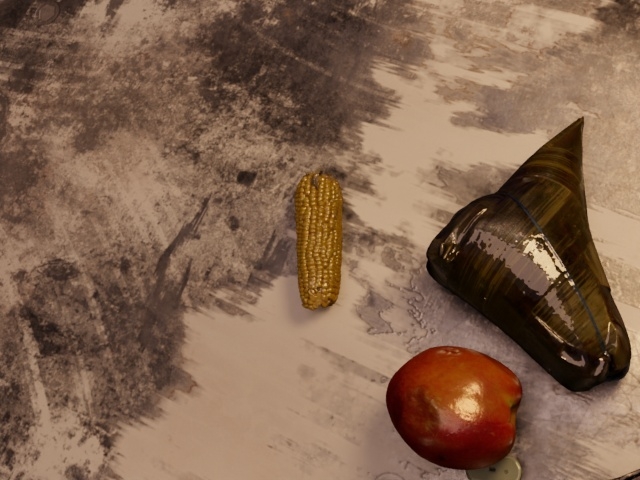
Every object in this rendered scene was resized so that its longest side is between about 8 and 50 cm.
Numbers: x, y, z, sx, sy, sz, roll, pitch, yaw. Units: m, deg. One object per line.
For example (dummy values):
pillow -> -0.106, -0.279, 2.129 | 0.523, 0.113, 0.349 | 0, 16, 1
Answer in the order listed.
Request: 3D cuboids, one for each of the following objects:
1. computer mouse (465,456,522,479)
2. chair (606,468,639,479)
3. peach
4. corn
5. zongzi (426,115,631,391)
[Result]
computer mouse -> 0.304, 0.405, 1.601 | 0.110, 0.032, 0.055 | 4, 71, 31
chair -> 0.495, 0.435, 1.483 | 0.229, 0.106, 0.113 | -19, 65, 13
peach -> 0.226, 0.292, 1.564 | 0.244, 0.243, 0.199 | 4, 114, 20
corn -> 0.000, 0.000, 1.818 | 0.106, 0.106, 0.293 | -8, 70, 16
zongzi -> 0.463, 0.015, 1.618 | 0.432, 0.208, 0.403 | -42, 68, -13
